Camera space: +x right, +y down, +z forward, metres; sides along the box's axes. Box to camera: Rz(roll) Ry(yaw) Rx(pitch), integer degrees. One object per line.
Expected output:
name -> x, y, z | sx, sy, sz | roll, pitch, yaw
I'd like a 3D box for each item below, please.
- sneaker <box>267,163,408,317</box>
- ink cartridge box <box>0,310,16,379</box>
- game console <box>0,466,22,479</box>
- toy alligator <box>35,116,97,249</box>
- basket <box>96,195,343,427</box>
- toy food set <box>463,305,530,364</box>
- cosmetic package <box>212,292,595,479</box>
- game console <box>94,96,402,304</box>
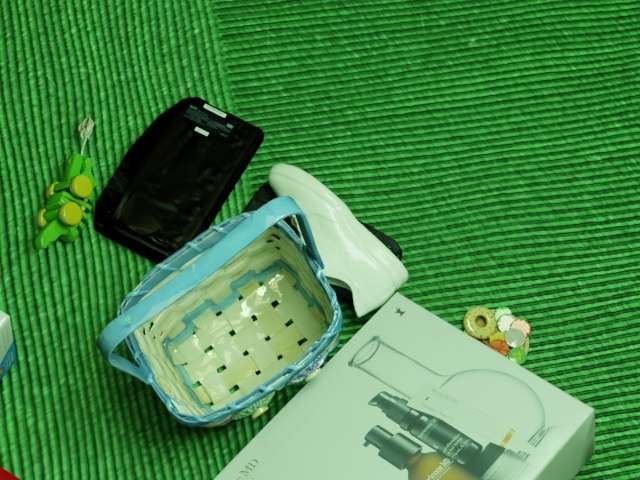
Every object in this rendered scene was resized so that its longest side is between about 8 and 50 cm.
sneaker -> 0.000, 0.000, 1.968 | 0.094, 0.080, 0.212 | -44, 78, -9
ink cartridge box -> -0.434, 0.165, 1.845 | 0.086, 0.148, 0.203 | 32, 67, 7
game console -> -0.350, 0.341, 1.845 | 0.144, 0.085, 0.124 | 31, 97, 9
toy alligator -> -0.295, -0.061, 2.024 | 0.051, 0.056, 0.189 | 40, 54, -35
basket -> -0.098, 0.078, 1.825 | 0.255, 0.289, 0.201 | -36, 63, 0
toy food set -> 0.213, 0.118, 2.005 | 0.083, 0.020, 0.083 | 1, 64, -6
cosmetic package -> 0.078, 0.265, 1.829 | 0.284, 0.097, 0.377 | 29, 60, 31
game console -> -0.080, -0.023, 2.031 | 0.361, 0.044, 0.213 | 28, 67, 8
